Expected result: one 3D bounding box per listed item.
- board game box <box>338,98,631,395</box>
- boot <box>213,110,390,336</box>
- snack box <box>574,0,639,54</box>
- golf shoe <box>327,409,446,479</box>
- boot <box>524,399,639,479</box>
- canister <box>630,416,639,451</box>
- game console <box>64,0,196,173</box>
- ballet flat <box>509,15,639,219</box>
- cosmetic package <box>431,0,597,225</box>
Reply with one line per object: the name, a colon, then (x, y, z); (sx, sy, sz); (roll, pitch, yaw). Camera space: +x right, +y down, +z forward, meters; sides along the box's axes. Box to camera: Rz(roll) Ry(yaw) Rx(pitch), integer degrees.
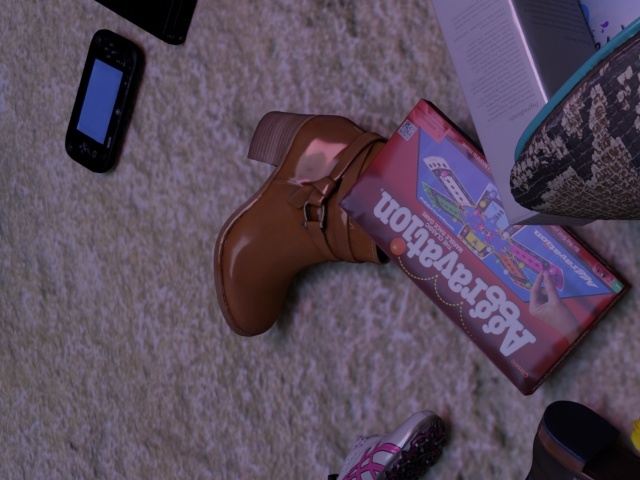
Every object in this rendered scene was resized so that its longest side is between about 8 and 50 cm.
board game box: (0.153, 0.003, 1.158); (0.281, 0.027, 0.145); (46, 110, 24)
boot: (0.000, 0.000, 1.333); (0.220, 0.109, 0.283); (20, 95, 40)
snack box: (0.243, -0.173, 1.097); (0.207, 0.070, 0.174); (-30, 68, 42)
golf shoe: (0.063, 0.237, 1.267); (0.186, 0.067, 0.086); (-54, 52, 30)
boot: (0.274, 0.253, 1.065); (0.219, 0.082, 0.106); (48, 143, 31)
canister: (0.353, 0.132, 0.971); (0.126, 0.073, 0.170); (44, 117, 37)
game console: (-0.279, -0.266, 1.658); (0.213, 0.044, 0.361); (34, 113, 41)
ballet flat: (0.308, -0.127, 0.664); (0.483, 0.164, 0.182); (-46, 54, 29)
cosmetic package: (0.189, -0.130, 1.022); (0.085, 0.117, 0.231); (-29, 70, 42)
